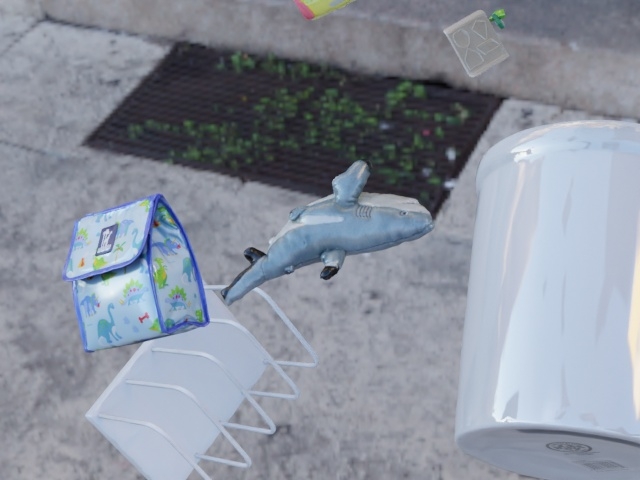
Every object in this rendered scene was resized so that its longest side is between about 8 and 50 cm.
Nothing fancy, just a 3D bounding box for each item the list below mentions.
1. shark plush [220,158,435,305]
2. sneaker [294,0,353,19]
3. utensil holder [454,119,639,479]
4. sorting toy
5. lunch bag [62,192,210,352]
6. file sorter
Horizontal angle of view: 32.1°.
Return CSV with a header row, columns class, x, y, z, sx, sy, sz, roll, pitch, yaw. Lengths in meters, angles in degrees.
class,x,y,z,sx,sy,sz,roll,pitch,yaw
shark plush,0.000,0.000,0.825,0.161,0.073,0.067,-18,48,-13
sneaker,-0.029,-0.217,0.700,0.094,0.081,0.208,-39,56,5
utensil holder,0.340,0.091,1.419,0.328,0.327,0.385,6,67,12
sorting toy,0.178,-0.219,1.209,0.083,0.062,0.012,-33,1,-23
lunch bag,-0.204,0.035,1.202,0.129,0.151,0.096,-14,-6,34
file sorter,-0.159,0.220,1.641,0.173,0.193,0.277,-4,42,48
